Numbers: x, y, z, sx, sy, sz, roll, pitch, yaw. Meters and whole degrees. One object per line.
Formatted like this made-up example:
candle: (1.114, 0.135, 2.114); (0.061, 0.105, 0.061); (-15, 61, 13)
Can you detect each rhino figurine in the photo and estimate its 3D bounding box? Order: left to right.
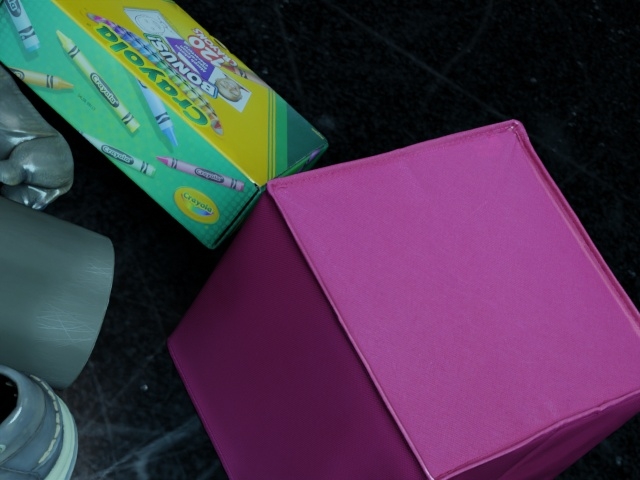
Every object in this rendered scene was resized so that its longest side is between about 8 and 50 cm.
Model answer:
rhino figurine: (-0.300, -0.118, 1.179); (0.106, 0.073, 0.243); (-21, 67, -45)

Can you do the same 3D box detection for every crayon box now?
crayon box: (-0.143, -0.131, 1.223); (0.278, 0.081, 0.165); (42, 28, 4)

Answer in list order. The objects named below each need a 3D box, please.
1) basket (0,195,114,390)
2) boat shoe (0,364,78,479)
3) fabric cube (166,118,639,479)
basket: (-0.284, 0.024, 1.038); (0.227, 0.204, 0.154); (19, 97, -22)
boat shoe: (-0.343, 0.140, 0.900); (0.355, 0.130, 0.132); (-14, 57, -10)
fabric cube: (0.070, 0.094, 1.100); (0.259, 0.258, 0.254); (-15, 65, -33)
